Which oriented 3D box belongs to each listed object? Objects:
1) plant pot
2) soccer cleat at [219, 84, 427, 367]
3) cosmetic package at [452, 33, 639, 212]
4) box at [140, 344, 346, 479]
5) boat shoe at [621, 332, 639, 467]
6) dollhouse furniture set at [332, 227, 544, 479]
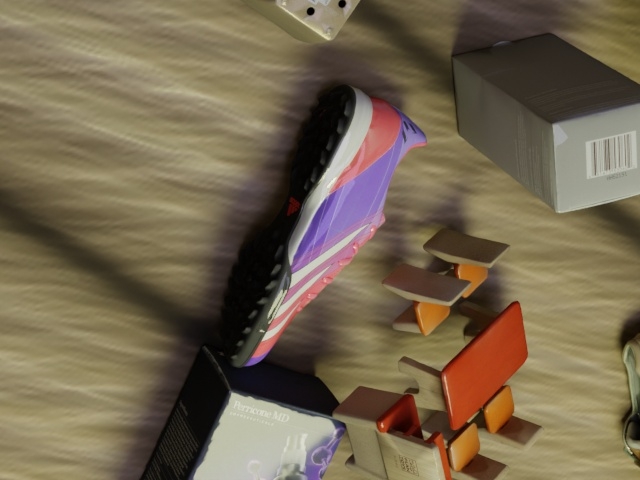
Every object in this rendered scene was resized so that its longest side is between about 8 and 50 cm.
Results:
[{"bbox_3d":[-0.012,-0.250,1.444,0.109,0.096,0.109,31,99,-31],"label":"plant pot"},{"bbox_3d":[0.000,0.000,1.557,0.116,0.108,0.318,21,100,-27],"label":"soccer cleat"},{"bbox_3d":[0.237,-0.125,1.522,0.127,0.238,0.107,-14,114,-13],"label":"cosmetic package"},{"bbox_3d":[-0.088,0.239,1.624,0.153,0.108,0.207,17,106,-27],"label":"box"},{"bbox_3d":[0.422,0.241,1.839,0.103,0.113,0.302,-12,106,-16],"label":"boat shoe"},{"bbox_3d":[0.147,0.162,1.613,0.259,0.135,0.262,-39,127,-37],"label":"dollhouse furniture set"}]
